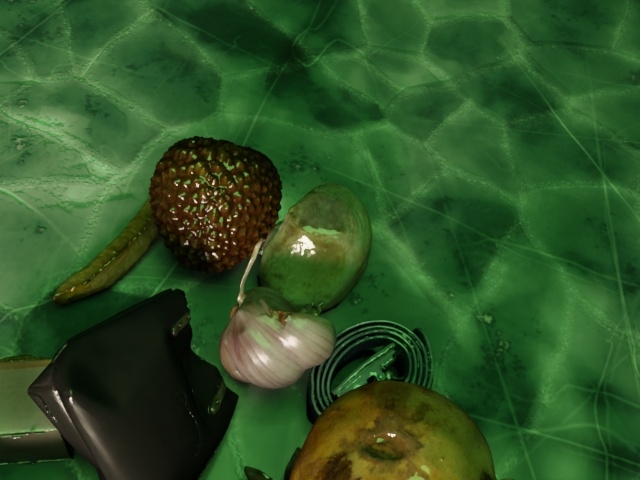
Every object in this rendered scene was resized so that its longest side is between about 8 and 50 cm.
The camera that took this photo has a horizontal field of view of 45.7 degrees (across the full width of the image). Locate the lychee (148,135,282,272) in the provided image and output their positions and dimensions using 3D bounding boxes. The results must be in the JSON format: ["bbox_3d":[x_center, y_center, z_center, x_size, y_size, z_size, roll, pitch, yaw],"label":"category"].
[{"bbox_3d":[-0.200,-0.066,1.428,0.267,0.267,0.268,5,57,-8],"label":"lychee"}]

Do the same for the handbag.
[{"bbox_3d":[-0.268,0.252,1.200,0.152,0.342,0.288,0,32,38],"label":"handbag"}]

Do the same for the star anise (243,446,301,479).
[{"bbox_3d":[-0.038,0.436,1.240,0.212,0.073,0.197,10,59,-8],"label":"star anise"}]

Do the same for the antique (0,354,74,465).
[{"bbox_3d":[-0.474,0.269,1.219,0.151,0.147,0.148,-2,56,-11],"label":"antique"}]

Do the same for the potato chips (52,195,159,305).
[{"bbox_3d":[-0.361,-0.018,1.474,0.080,0.057,0.407,20,56,18],"label":"potato chips"}]

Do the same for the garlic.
[{"bbox_3d":[-0.073,0.125,1.333,0.207,0.207,0.257,-3,89,-12],"label":"garlic"}]

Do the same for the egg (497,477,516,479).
[{"bbox_3d":[0.305,0.496,1.192,0.203,0.203,0.245,-18,65,-21],"label":"egg"}]

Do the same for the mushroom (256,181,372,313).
[{"bbox_3d":[0.004,0.007,1.465,0.267,0.164,0.189,-37,70,-28],"label":"mushroom"}]

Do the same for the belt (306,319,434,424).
[{"bbox_3d":[0.095,0.248,1.358,0.206,0.116,0.267,34,61,16],"label":"belt"}]

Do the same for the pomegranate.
[{"bbox_3d":[0.106,0.369,1.109,0.322,0.322,0.322,5,57,-8],"label":"pomegranate"}]
